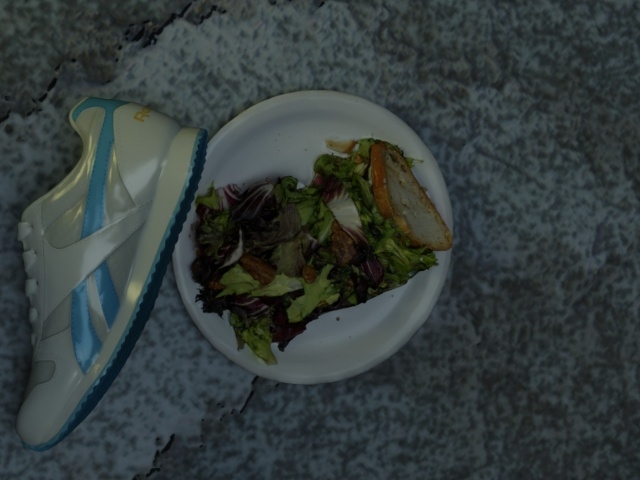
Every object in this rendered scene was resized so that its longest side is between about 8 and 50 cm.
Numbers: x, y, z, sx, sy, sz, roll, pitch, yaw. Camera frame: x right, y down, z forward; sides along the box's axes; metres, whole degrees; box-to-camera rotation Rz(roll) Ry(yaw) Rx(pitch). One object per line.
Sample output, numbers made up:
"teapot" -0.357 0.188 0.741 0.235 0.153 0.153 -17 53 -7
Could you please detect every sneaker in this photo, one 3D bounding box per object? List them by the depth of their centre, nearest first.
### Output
"sneaker" -0.150 0.022 1.117 0.092 0.087 0.228 22 92 1

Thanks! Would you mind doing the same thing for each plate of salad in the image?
"plate of salad" 0.000 0.000 1.176 0.200 0.048 0.200 -3 99 -19
